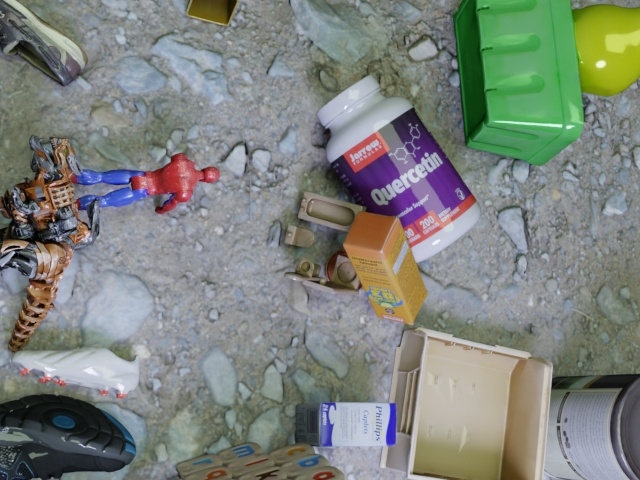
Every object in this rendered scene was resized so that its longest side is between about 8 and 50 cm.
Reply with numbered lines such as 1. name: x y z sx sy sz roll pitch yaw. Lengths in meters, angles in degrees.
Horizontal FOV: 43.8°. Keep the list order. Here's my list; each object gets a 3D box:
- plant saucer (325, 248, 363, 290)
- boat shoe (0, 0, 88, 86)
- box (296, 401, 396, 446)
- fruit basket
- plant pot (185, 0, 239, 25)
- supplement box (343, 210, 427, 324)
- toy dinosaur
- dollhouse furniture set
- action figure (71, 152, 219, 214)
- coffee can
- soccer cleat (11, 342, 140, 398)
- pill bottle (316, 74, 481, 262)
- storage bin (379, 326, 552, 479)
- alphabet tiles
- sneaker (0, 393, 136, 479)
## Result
1. plant saucer: 0.047 0.057 1.451 0.083 0.013 0.084 4 79 -19
2. boat shoe: -0.490 -0.332 1.288 0.223 0.080 0.073 32 65 -17
3. box: 0.042 0.309 1.338 0.137 0.126 0.072 4 77 -20
4. fruit basket: 0.468 -0.350 1.541 0.392 0.283 0.392 1 80 -5
5. plant pot: -0.192 -0.450 1.427 0.081 0.081 0.083 9 65 -19
6. supplement box: 0.115 0.052 1.367 0.080 0.078 0.233 -65 147 -26
7. toy dinosaur: -0.446 0.005 1.188 0.218 0.164 0.322 7 80 -15
8. dollhouse furniture set: 0.000 0.000 1.356 0.144 0.123 0.151 16 93 23
9. action figure: -0.301 -0.087 1.317 0.280 0.139 0.092 -8 85 1
10. coffee can: 0.521 0.341 1.433 0.201 0.275 0.202 4 78 -20
11. soccer cleat: -0.378 0.191 1.240 0.196 0.068 0.076 19 69 -24
12. pill bottle: 0.132 -0.128 1.428 0.181 0.181 0.323 -36 93 -23
13. storage bin: 0.264 0.306 1.425 0.262 0.123 0.260 14 75 -17
14. alphabet tiles: -0.118 0.369 1.184 0.278 0.284 0.021 -11 99 -22
15. sneaker: -0.449 0.307 1.178 0.340 0.125 0.140 14 102 -21
